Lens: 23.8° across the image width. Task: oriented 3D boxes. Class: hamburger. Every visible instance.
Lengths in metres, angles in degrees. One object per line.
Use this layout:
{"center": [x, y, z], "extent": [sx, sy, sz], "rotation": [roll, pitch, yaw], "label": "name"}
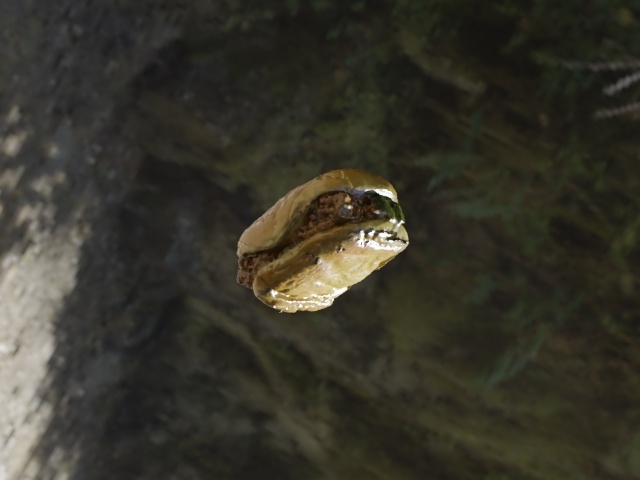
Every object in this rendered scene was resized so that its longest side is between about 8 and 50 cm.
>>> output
{"center": [0.000, 0.000, 0.732], "extent": [0.083, 0.044, 0.076], "rotation": [-33, 159, 25], "label": "hamburger"}
